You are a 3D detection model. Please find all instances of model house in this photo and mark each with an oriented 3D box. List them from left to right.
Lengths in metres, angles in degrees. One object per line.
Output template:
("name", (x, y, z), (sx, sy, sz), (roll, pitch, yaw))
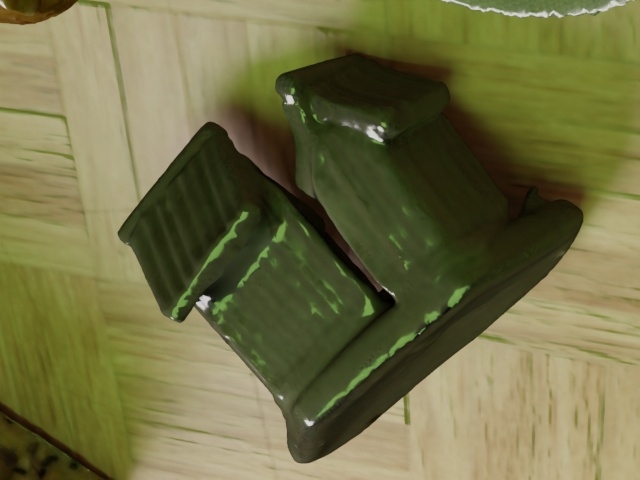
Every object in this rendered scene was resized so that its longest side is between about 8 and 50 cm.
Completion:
("model house", (0.001, 0.006, 0.884), (0.188, 0.122, 0.229), (46, 117, 1))

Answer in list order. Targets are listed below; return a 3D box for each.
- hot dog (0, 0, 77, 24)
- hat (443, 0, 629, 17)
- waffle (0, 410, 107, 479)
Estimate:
("hot dog", (-0.188, -0.204, 0.768), (0.227, 0.160, 0.099), (36, 144, -9))
("hat", (0.072, -0.220, 0.668), (0.252, 0.110, 0.252), (22, 146, 16))
("waffle", (-0.337, 0.169, 1.060), (0.376, 0.261, 0.114), (36, 127, -7))
